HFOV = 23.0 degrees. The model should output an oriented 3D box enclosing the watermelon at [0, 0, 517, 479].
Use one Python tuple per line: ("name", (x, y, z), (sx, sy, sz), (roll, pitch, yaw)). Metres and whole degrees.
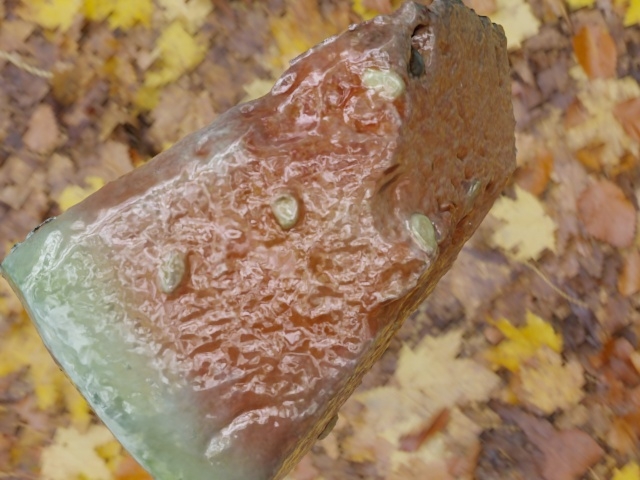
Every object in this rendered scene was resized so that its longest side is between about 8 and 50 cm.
("watermelon", (0.000, 0.000, 0.701), (0.257, 0.193, 0.140), (-43, 78, 3))
